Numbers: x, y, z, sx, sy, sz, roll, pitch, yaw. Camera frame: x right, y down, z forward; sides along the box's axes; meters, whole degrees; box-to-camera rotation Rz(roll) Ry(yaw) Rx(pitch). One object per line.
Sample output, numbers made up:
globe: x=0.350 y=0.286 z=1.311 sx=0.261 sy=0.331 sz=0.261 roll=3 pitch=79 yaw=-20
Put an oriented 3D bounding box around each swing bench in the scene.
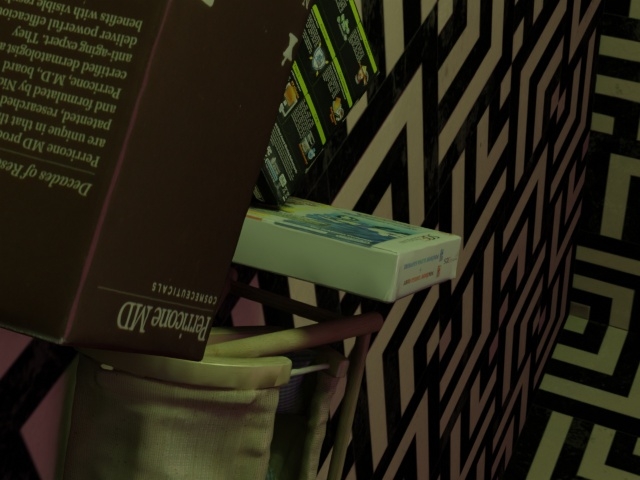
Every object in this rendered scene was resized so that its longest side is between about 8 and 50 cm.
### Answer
swing bench: x=-0.087 y=0.183 z=0.975 sx=0.254 sy=0.165 sz=0.253 roll=-25 pitch=128 yaw=-64

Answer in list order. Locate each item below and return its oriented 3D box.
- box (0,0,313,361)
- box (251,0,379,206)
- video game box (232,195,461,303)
box: x=-0.111 y=-0.126 z=0.729 sx=0.191 sy=0.143 sz=0.381 roll=23 pitch=85 yaw=-70
box: x=-0.033 y=-0.157 z=0.969 sx=0.184 sy=0.045 sz=0.191 roll=-58 pitch=141 yaw=-32
video game box: x=0.000 y=0.000 z=1.011 sx=0.187 sy=0.205 sz=0.048 roll=-6 pitch=109 yaw=-69
